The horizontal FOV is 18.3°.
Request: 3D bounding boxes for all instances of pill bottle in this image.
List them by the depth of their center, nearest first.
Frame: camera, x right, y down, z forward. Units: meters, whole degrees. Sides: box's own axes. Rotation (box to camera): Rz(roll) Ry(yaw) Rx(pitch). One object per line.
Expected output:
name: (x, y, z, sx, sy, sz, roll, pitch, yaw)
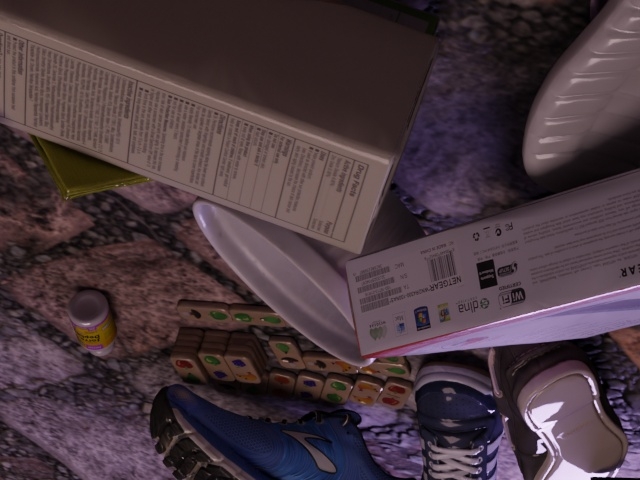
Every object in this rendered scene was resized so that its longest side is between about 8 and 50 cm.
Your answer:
pill bottle: (-0.239, 0.089, 2.092, 0.043, 0.043, 0.083, 8, 150, 11)

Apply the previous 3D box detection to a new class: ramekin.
ramekin: (0.000, 0.000, 1.702, 0.207, 0.109, 0.207, 40, 166, 12)

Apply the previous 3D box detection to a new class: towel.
towel: (-0.112, -0.089, 1.560, 0.237, 0.102, 0.021, -13, 141, -29)

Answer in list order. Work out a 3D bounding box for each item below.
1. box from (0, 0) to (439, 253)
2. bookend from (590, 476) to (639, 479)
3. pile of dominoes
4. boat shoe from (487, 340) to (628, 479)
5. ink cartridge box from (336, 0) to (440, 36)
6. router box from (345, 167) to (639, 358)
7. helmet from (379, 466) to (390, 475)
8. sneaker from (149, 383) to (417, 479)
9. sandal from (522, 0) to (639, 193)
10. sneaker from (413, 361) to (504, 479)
box: (-0.084, -0.119, 1.466, 0.311, 0.121, 0.148, 21, 149, 1)
bookend: (0.386, 0.269, 2.029, 0.156, 0.072, 0.157, -16, 164, 42)
pile of dominoes: (-0.028, 0.135, 2.080, 0.251, 0.040, 0.196, 4, 148, 19)
boat shoe: (0.235, 0.170, 1.990, 0.112, 0.095, 0.335, -26, 149, -2)
ink cartridge box: (-0.021, -0.158, 1.550, 0.209, 0.062, 0.109, 19, 151, 1)
router box: (0.242, 0.014, 1.566, 0.301, 0.082, 0.335, -2, 168, -44)
helmet: (0.007, 0.340, 2.288, 0.169, 0.161, 0.169, 11, 150, 7)
sneaker: (-0.035, 0.239, 2.164, 0.330, 0.147, 0.130, 31, 155, -14)
sandal: (0.260, -0.176, 1.372, 0.169, 0.102, 0.416, 6, 144, -16)
sneaker: (0.139, 0.248, 2.080, 0.099, 0.153, 0.282, 8, 150, 11)
